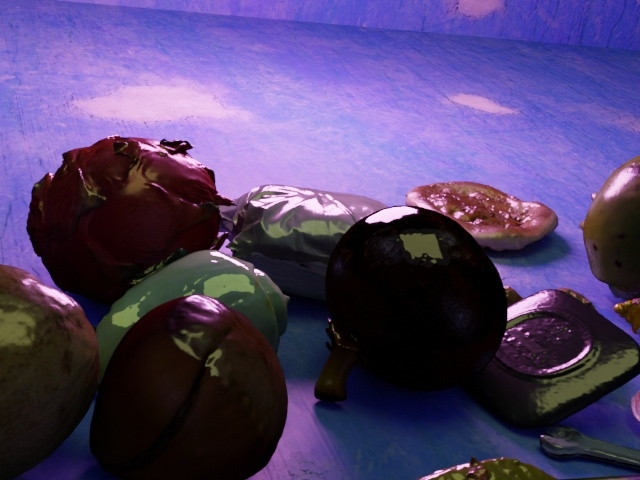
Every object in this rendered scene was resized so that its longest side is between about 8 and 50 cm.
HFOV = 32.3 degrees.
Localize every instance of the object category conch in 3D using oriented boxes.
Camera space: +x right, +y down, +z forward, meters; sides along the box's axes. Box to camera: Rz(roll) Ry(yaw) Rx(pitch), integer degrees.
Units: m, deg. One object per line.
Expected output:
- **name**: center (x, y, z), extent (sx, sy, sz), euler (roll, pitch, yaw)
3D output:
- **conch**: center (-0.152, 0.089, 1.282), extent (0.250, 0.144, 0.137), euler (0, 16, -17)

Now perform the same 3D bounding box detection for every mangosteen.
- **mangosteen**: center (0.084, 0.091, 1.308), extent (0.261, 0.235, 0.235), euler (-39, 41, -16)

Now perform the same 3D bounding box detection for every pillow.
- **pillow**: center (0.000, 0.000, 1.571), extent (0.309, 0.138, 0.283), euler (6, 13, -11)

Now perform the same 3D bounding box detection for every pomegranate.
- **pomegranate**: center (0.517, -0.019, 1.693), extent (0.260, 0.261, 0.340), euler (0, 11, -21)

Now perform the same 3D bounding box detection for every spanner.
- **spanner**: center (0.398, 0.256, 1.251), extent (0.301, 0.018, 0.071), euler (13, 22, 8)

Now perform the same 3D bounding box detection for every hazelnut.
- **hazelnut**: center (-0.138, 0.161, 1.089), extent (0.208, 0.208, 0.208), euler (8, 22, -3)

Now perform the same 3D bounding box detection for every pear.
- **pear**: center (-0.319, 0.122, 1.053), extent (0.211, 0.188, 0.228), euler (-29, 38, -25)

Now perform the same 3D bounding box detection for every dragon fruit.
- **dragon fruit**: center (-0.250, -0.025, 1.422), extent (0.252, 0.241, 0.241), euler (13, 17, -33)

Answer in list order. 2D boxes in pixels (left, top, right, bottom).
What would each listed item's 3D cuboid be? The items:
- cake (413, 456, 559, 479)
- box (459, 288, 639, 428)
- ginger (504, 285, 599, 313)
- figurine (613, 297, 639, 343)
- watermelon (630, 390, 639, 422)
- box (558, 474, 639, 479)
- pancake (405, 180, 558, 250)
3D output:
- **cake**: center (0.139, 0.296, 0.802), extent (0.179, 0.156, 0.261), euler (-7, 55, -21)
- **box**: center (0.268, 0.142, 1.363), extent (0.201, 0.042, 0.212), euler (-27, 35, -15)
- **ginger**: center (0.304, 0.093, 1.491), extent (0.165, 0.096, 0.067), euler (17, 59, -8)
- **figurine**: center (0.472, 0.121, 1.503), extent (0.114, 0.095, 0.156), euler (14, 15, -20)
- **watermelon**: center (0.418, 0.199, 1.333), extent (0.092, 0.072, 0.084), euler (-10, 11, -29)
- **box**: center (0.173, 0.283, 0.996), extent (0.345, 0.097, 0.134), euler (1, 32, -20)
- **pancake**: center (0.274, -0.046, 1.905), extent (0.282, 0.049, 0.282), euler (6, 19, -2)
